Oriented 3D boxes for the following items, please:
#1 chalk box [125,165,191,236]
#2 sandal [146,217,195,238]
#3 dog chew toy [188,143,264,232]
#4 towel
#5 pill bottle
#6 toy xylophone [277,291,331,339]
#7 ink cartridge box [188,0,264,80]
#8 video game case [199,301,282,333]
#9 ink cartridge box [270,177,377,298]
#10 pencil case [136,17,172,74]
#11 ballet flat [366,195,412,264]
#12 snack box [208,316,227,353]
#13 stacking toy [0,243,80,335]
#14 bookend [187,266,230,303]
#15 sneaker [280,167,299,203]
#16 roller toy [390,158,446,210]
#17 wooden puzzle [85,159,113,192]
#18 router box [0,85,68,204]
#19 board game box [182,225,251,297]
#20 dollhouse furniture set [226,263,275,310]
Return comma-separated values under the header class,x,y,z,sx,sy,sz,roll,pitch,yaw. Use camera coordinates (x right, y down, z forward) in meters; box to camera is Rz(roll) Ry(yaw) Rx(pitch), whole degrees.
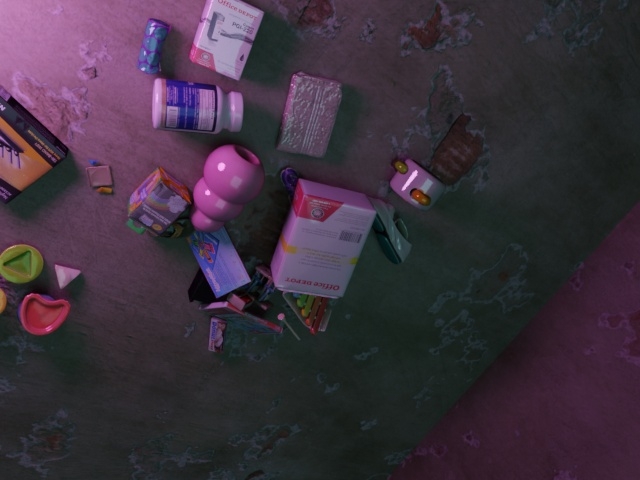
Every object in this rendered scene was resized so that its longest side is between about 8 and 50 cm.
class,x,y,z,sx,sy,sz,roll,pitch,yaw
chalk box,-0.558,-0.114,1.694,0.213,0.132,0.132,-43,126,9
sandal,-0.527,-0.039,1.784,0.180,0.049,0.072,-3,98,-12
dog chew toy,-0.335,-0.162,1.718,0.206,0.207,0.332,24,117,-31
towel,-0.040,-0.429,1.752,0.187,0.049,0.282,7,118,-23
pill bottle,-0.380,-0.410,1.566,0.264,0.153,0.153,1,120,-22
toy xylophone,-0.066,0.272,2.080,0.081,0.236,0.323,-4,145,29
ink cartridge box,-0.283,-0.617,1.515,0.158,0.092,0.218,14,112,-28
video game case,-0.319,0.315,2.029,0.285,0.204,0.025,32,61,-33
ink cartridge box,0.000,0.000,1.860,0.279,0.160,0.385,11,116,-19
pencil case,-0.488,-0.568,1.482,0.070,0.064,0.152,18,114,-12
ballet flat,0.266,-0.070,2.053,0.139,0.139,0.400,-34,127,1
snack box,-0.427,0.395,2.098,0.064,0.022,0.178,15,123,3
stacking toy,-1.014,0.162,1.734,0.309,0.130,0.280,34,78,-36
bookend,-0.409,0.175,1.963,0.157,0.072,0.156,18,113,-30
sneaker,-0.094,-0.190,1.861,0.068,0.071,0.170,-24,125,-6
roller toy,0.374,-0.208,1.953,0.146,0.209,0.191,-54,152,17
wooden puzzle,-0.720,-0.209,1.645,0.078,0.014,0.116,-4,122,-24
router box,-0.946,-0.293,1.464,0.243,0.081,0.309,-37,126,4
board game box,-0.379,0.056,1.854,0.145,0.027,0.281,-26,98,-6
dollhouse furniture set,-0.241,0.194,1.947,0.129,0.183,0.129,35,108,12
